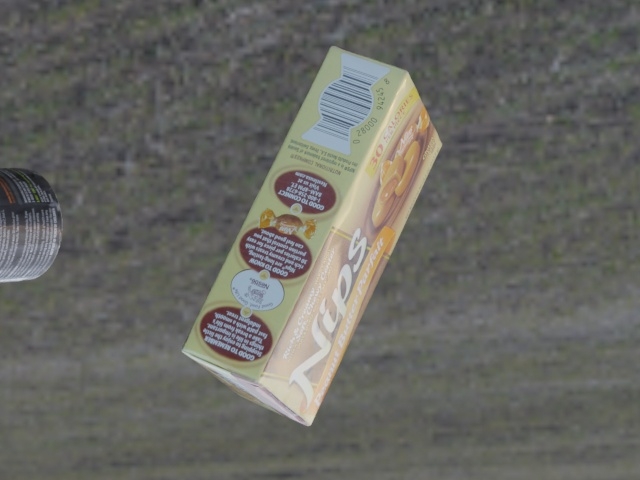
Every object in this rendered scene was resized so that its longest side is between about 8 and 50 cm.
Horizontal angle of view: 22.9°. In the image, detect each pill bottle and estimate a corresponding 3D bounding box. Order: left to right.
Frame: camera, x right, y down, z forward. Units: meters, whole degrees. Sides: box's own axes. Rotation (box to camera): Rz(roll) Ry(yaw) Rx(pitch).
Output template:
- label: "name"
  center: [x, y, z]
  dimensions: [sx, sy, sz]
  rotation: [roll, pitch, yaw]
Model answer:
- label: "pill bottle"
  center: [-0.411, -0.014, 1.713]
  dimensions: [0.130, 0.130, 0.245]
  rotation: [-13, 174, 39]

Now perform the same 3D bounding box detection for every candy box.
- label: "candy box"
  center: [0.000, 0.000, 1.479]
  dimensions: [0.087, 0.316, 0.183]
  rotation: [22, 168, 22]
